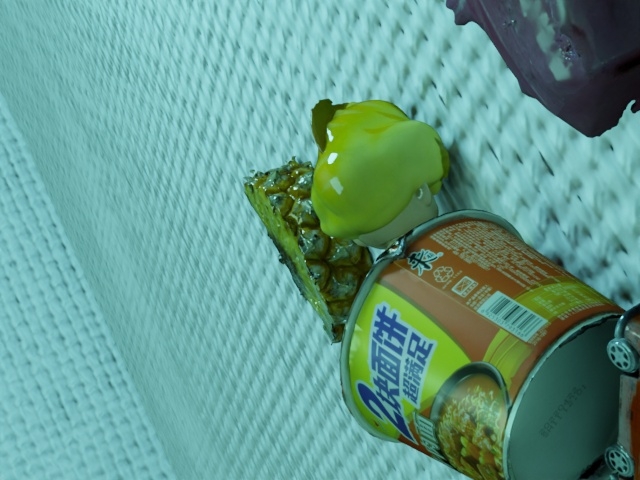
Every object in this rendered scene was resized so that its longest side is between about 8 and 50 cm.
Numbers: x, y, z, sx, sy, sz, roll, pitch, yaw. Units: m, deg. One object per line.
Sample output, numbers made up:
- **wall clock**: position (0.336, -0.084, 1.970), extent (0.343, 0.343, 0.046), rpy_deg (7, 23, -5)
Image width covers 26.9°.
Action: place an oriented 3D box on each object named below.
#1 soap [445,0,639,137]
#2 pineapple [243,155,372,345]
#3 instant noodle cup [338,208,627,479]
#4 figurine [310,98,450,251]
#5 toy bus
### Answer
- **soap**: position (0.135, -0.229, 0.806), extent (0.220, 0.127, 0.325), rpy_deg (119, 130, -78)
- **pineapple**: position (-0.001, 0.001, 1.483), extent (0.233, 0.079, 0.135), rpy_deg (61, 167, 6)
- **instant noodle cup**: position (0.146, 0.100, 1.040), extent (0.174, 0.213, 0.213), rpy_deg (30, 137, 48)
- **figurine**: position (0.062, -0.020, 1.213), extent (0.156, 0.131, 0.246), rpy_deg (-36, 70, 39)
- **toy bus**: position (0.254, 0.118, 0.948), extent (0.077, 0.079, 0.174), rpy_deg (32, 139, 44)
